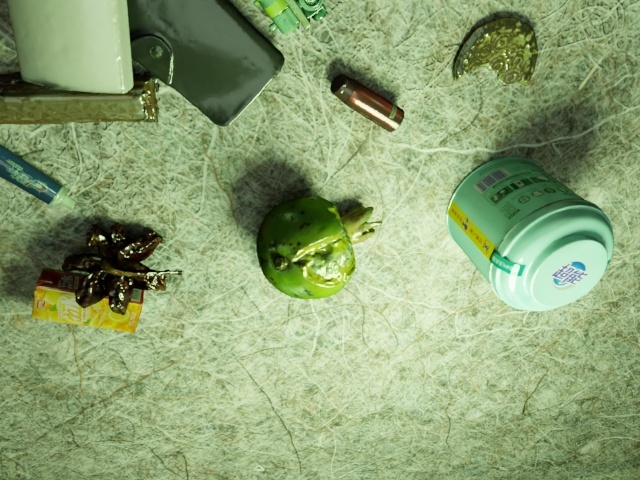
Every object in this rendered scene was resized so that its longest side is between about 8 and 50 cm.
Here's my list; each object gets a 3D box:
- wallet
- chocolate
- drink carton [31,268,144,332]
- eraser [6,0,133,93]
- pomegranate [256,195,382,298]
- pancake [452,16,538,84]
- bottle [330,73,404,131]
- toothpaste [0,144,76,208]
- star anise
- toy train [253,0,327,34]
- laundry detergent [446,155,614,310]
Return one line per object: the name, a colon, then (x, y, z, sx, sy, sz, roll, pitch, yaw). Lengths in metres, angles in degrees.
wallet: (-0.257, -0.384, 0.859, 0.197, 0.051, 0.377, -42, 120, 15)
chocolate: (-0.462, -0.254, 0.881, 0.328, 0.065, 0.103, -5, 122, -14)
drink carton: (-0.530, 0.141, 1.113, 0.222, 0.071, 0.096, 14, 119, -22)
eraser: (-0.396, -0.380, 0.758, 0.173, 0.095, 0.270, 5, 124, -6)
pomegranate: (0.000, 0.000, 1.096, 0.301, 0.235, 0.236, -28, 133, -38)
pancake: (0.383, -0.384, 1.044, 0.190, 0.020, 0.184, 35, 108, -29)
bottle: (0.096, -0.288, 1.010, 0.164, 0.060, 0.060, 24, 113, -26)
toothpaste: (-0.599, -0.143, 0.931, 0.268, 0.047, 0.069, 37, 120, -27)
star anise: (-0.440, 0.051, 1.038, 0.220, 0.190, 0.126, -35, 167, -10)
toy train: (-0.078, -0.456, 0.846, 0.132, 0.083, 0.200, -31, 125, 19)
laundry detergent: (0.490, -0.009, 1.139, 0.286, 0.305, 0.288, -7, 124, -10)
